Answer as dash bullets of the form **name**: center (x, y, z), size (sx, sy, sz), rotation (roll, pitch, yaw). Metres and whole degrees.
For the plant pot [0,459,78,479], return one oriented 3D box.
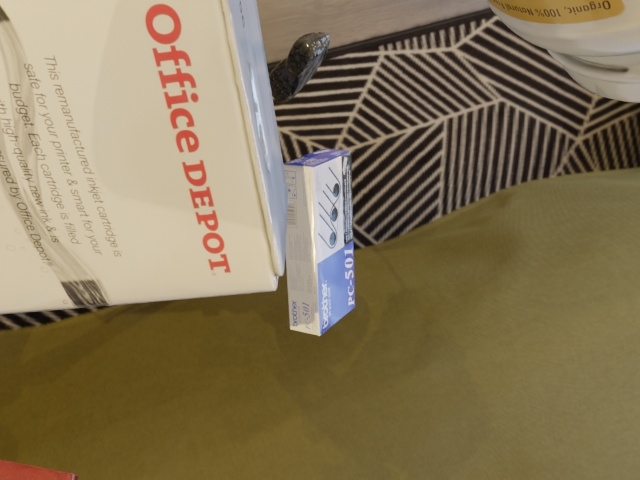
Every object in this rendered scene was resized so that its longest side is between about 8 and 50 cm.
- **plant pot**: center (-0.547, 0.519, 1.190), size (0.267, 0.267, 0.235), rotation (16, 63, -11)

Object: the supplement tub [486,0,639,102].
- **supplement tub**: center (0.150, -0.241, 0.343), size (0.316, 0.228, 0.228), rotation (39, 87, -39)

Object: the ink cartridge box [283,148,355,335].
- **ink cartridge box**: center (0.000, 0.000, 0.823), size (0.097, 0.046, 0.207), rotation (-31, 124, -55)

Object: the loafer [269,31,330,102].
- **loafer**: center (-0.044, -0.358, 1.418), size (0.078, 0.223, 0.076), rotation (-34, 89, -30)

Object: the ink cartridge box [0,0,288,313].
- **ink cartridge box**: center (-0.239, -0.095, 0.581), size (0.395, 0.166, 0.285), rotation (-5, 124, 5)
